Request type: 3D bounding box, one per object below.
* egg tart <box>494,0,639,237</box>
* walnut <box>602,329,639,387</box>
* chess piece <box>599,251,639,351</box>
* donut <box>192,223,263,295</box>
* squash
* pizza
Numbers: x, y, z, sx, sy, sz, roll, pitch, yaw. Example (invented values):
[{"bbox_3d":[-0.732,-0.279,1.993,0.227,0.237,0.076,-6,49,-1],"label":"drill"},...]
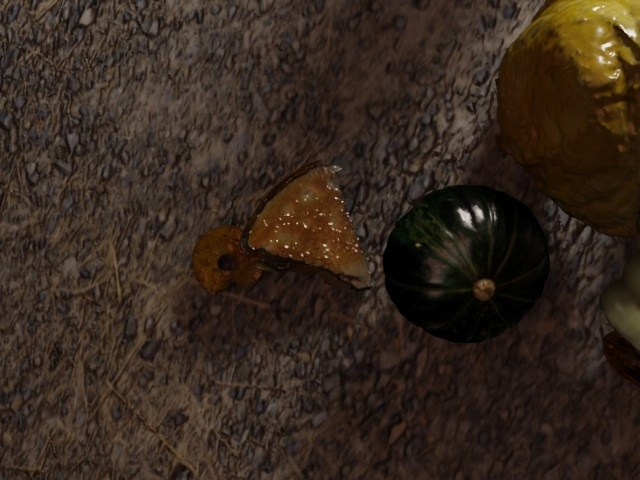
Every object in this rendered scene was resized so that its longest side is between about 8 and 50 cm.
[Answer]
[{"bbox_3d":[0.323,-0.157,1.733,0.351,0.153,0.339,40,135,52],"label":"egg tart"},{"bbox_3d":[0.427,0.148,1.835,0.121,0.052,0.091,36,145,10],"label":"walnut"},{"bbox_3d":[0.497,-0.005,1.708,0.182,0.182,0.330,35,110,13],"label":"chess piece"},{"bbox_3d":[-0.126,0.026,2.002,0.108,0.043,0.097,-7,90,17],"label":"donut"},{"bbox_3d":[0.187,0.029,1.836,0.218,0.218,0.172,-47,38,12],"label":"squash"},{"bbox_3d":[0.000,0.000,1.961,0.185,0.052,0.195,-45,87,-6],"label":"pizza"}]
